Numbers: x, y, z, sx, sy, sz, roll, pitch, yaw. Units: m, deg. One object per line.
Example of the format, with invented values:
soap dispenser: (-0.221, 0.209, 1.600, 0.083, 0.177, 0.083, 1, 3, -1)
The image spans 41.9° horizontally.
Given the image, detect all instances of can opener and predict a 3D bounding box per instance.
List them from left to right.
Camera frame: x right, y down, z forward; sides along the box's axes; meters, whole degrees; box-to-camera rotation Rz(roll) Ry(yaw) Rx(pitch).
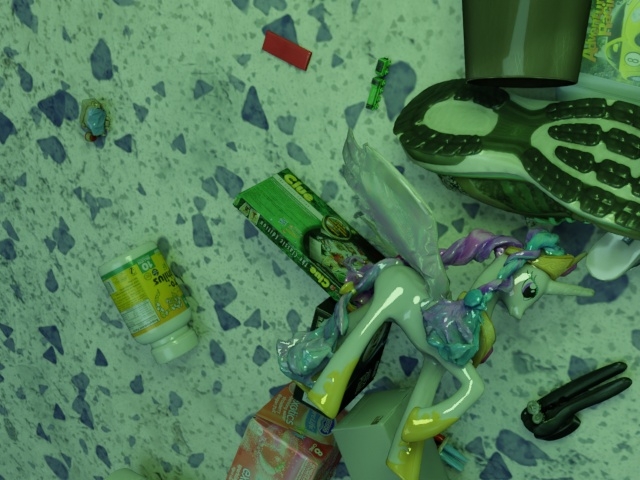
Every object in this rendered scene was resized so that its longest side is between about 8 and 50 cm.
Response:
can opener: (0.365, 0.227, 1.201, 0.186, 0.073, 0.059, -46, 43, 33)

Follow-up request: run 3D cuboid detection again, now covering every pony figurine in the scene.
pony figurine: (0.115, 0.073, 1.075, 0.351, 0.303, 0.363, 38, 84, 21)

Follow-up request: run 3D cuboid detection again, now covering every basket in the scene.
basket: (0.236, -0.293, 0.954, 0.204, 0.154, 0.227, 11, 101, 63)

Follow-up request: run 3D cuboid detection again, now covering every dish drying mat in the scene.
dish drying mat: (-0.051, -0.288, 1.270, 0.083, 0.008, 0.032, 31, 121, 19)

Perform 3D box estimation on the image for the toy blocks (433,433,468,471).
toy blocks: (0.158, 0.349, 1.371, 0.148, 0.054, 0.123, 34, 122, 16)

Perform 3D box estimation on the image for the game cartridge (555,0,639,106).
game cartridge: (0.388, -0.255, 0.986, 0.196, 0.060, 0.294, 22, 119, 28)

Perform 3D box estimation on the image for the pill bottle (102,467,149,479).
pill bottle: (-0.291, 0.611, 1.661, 0.361, 0.204, 0.204, 23, 120, 22)

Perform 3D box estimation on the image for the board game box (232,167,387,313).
board game box: (0.000, 0.000, 1.277, 0.260, 0.136, 0.030, 43, 131, 11)

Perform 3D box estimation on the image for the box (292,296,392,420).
box: (0.041, 0.165, 1.310, 0.077, 0.147, 0.180, 26, 120, 21)

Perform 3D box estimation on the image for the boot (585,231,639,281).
boot: (0.416, -0.024, 1.050, 0.190, 0.086, 0.069, -45, 70, 23)

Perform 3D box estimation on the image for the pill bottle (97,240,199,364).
pill bottle: (-0.307, 0.115, 1.524, 0.117, 0.117, 0.208, -24, 95, 36)

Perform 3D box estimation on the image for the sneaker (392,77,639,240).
sneaker: (0.294, -0.080, 1.050, 0.410, 0.158, 0.182, 26, 163, 37)

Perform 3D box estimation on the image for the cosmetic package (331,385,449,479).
cosmetic package: (0.121, 0.359, 1.286, 0.107, 0.127, 0.238, -19, 96, 34)

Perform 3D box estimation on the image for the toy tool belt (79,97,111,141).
toy tool belt: (-0.400, -0.210, 1.491, 0.051, 0.052, 0.083, 23, 121, 32)

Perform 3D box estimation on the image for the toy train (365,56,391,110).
toy train: (0.082, -0.224, 1.204, 0.017, 0.024, 0.083, 27, 121, 20)

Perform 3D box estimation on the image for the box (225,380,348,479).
box: (-0.070, 0.414, 1.477, 0.142, 0.154, 0.300, 33, 122, 17)
